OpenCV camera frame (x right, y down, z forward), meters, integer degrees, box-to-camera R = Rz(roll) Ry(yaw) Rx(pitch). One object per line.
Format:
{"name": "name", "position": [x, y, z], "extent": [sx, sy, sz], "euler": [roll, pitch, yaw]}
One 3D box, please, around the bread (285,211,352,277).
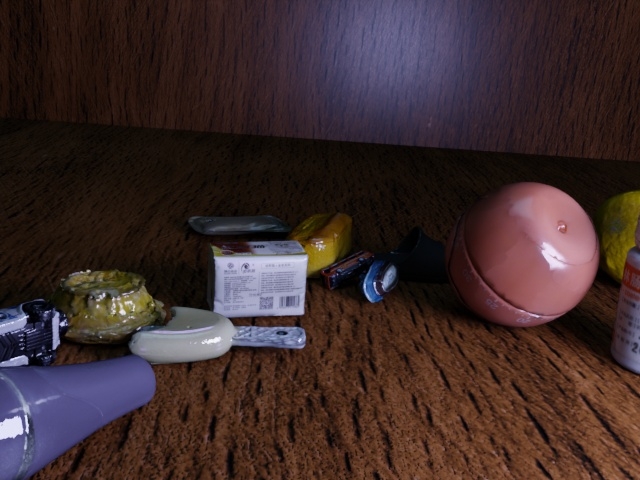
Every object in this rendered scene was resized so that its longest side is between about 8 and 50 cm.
{"name": "bread", "position": [0.000, 0.000, 1.462], "extent": [0.102, 0.094, 0.245], "euler": [3, 15, 15]}

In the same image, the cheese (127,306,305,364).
{"name": "cheese", "position": [-0.138, 0.133, 1.029], "extent": [0.235, 0.049, 0.127], "euler": [2, 15, -4]}

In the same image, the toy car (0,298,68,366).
{"name": "toy car", "position": [-0.398, 0.124, 0.932], "extent": [0.070, 0.080, 0.171], "euler": [15, 19, 33]}

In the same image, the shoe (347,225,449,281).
{"name": "shoe", "position": [0.174, 0.021, 1.432], "extent": [0.241, 0.093, 0.108], "euler": [1, 15, -6]}

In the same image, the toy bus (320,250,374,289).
{"name": "toy bus", "position": [0.049, 0.052, 1.350], "extent": [0.110, 0.031, 0.043], "euler": [-24, 30, -28]}

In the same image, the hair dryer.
{"name": "hair dryer", "position": [-0.380, 0.108, 0.785], "extent": [0.361, 0.121, 0.301], "euler": [36, 20, 21]}

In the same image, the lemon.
{"name": "lemon", "position": [0.633, 0.000, 1.431], "extent": [0.204, 0.204, 0.260], "euler": [-6, 16, -31]}

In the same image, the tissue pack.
{"name": "tissue pack", "position": [-0.104, 0.060, 1.191], "extent": [0.149, 0.106, 0.099], "euler": [0, 17, -15]}

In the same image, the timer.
{"name": "timer", "position": [0.323, 0.024, 1.198], "extent": [0.230, 0.229, 0.215], "euler": [-6, -22, -34]}

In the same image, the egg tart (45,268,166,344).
{"name": "egg tart", "position": [-0.323, 0.091, 1.091], "extent": [0.191, 0.074, 0.191], "euler": [2, 17, -1]}

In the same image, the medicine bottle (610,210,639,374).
{"name": "medicine bottle", "position": [0.514, 0.067, 1.075], "extent": [0.145, 0.252, 0.144], "euler": [5, 17, -2]}

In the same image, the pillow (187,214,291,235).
{"name": "pillow", "position": [-0.179, -0.035, 1.631], "extent": [0.218, 0.033, 0.130], "euler": [-2, 18, -22]}

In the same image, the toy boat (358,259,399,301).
{"name": "toy boat", "position": [0.099, 0.069, 1.309], "extent": [0.061, 0.060, 0.137], "euler": [-16, 14, 23]}
